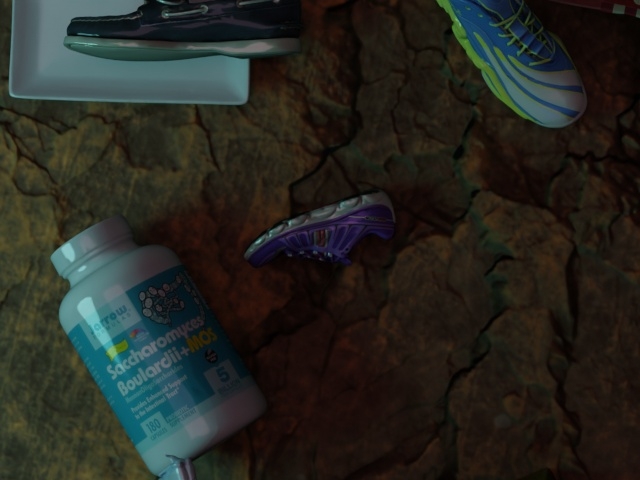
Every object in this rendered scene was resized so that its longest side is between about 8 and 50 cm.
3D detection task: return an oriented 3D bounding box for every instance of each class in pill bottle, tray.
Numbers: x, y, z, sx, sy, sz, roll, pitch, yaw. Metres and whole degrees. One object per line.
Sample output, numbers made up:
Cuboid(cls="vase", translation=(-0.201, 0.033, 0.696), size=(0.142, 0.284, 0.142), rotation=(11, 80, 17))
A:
Cuboid(cls="pill bottle", translation=(-0.181, 0.107, 1.853), size=(0.146, 0.146, 0.264), rotation=(-33, 85, 6))
Cuboid(cls="tray", translation=(-0.207, -0.223, 1.921), size=(0.270, 0.030, 0.145), rotation=(2, 90, 7))

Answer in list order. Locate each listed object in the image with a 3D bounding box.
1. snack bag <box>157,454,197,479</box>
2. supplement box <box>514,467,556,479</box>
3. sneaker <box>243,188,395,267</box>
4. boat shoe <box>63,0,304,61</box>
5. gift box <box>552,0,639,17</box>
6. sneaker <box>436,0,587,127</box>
Cuboid(cls="snack bag", translation=(-0.126, 0.403, 1.769), size=(0.037, 0.323, 0.343), rotation=(-13, 77, -22))
Cuboid(cls="supplement box", translation=(0.211, 0.284, 1.754), size=(0.078, 0.233, 0.080), rotation=(-23, 86, 6))
Cuboid(cls="sneaker", translation=(0.000, 0.000, 1.873), size=(0.170, 0.068, 0.071), rotation=(-18, 92, 6))
Cuboid(cls="boat shoe", translation=(-0.145, -0.233, 1.851), size=(0.254, 0.095, 0.079), rotation=(-1, 90, 6))
Cuboid(cls="gift box", translation=(0.315, -0.346, 1.738), size=(0.255, 0.258, 0.276), rotation=(16, 117, 1))
Cuboid(cls="sneaker", translation=(0.188, -0.218, 1.821), size=(0.091, 0.126, 0.240), rotation=(-41, 84, 5))
